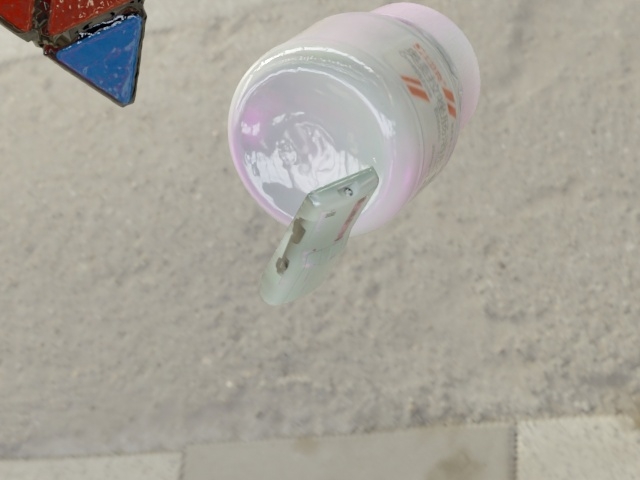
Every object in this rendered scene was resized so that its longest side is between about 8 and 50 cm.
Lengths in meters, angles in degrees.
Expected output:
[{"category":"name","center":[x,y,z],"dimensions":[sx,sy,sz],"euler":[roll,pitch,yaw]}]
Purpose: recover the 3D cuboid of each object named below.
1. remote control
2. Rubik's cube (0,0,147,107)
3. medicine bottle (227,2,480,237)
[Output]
[{"category":"remote control","center":[0.000,0.000,1.064],"dimensions":[0.065,0.166,0.029],"euler":[-23,72,-27]},{"category":"Rubik's cube","center":[-0.251,-0.215,0.999],"dimensions":[0.284,0.234,0.250],"euler":[-5,93,44]},{"category":"medicine bottle","center":[0.053,-0.159,1.655],"dimensions":[0.241,0.241,0.302],"euler":[1,23,27]}]
